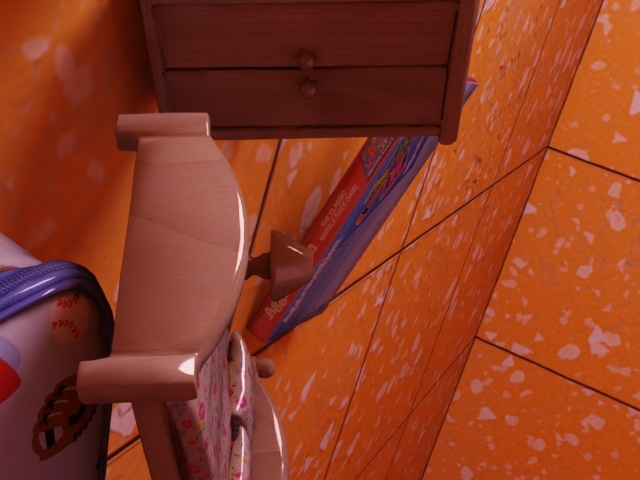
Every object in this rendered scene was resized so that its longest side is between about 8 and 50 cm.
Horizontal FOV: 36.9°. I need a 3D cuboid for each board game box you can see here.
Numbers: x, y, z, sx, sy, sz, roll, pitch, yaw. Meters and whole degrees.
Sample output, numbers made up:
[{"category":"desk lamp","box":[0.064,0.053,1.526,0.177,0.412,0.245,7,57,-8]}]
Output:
[{"category":"board game box","box":[0.040,-0.034,0.878,0.281,0.027,0.145,-57,167,18]}]

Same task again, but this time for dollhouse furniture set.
[{"category":"dollhouse furniture set","box":[0.000,0.000,0.416,0.303,0.173,0.355,90,-2,-50]}]

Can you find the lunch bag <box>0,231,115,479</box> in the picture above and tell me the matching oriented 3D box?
[{"category":"lunch bag","box":[-0.200,0.148,0.389,0.243,0.115,0.303,-38,146,-53]}]
